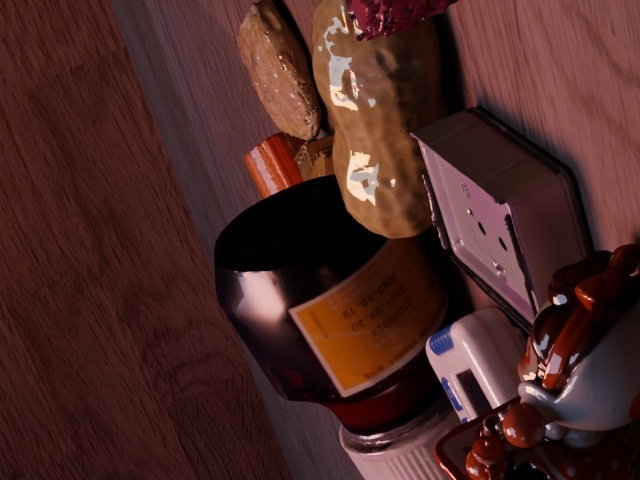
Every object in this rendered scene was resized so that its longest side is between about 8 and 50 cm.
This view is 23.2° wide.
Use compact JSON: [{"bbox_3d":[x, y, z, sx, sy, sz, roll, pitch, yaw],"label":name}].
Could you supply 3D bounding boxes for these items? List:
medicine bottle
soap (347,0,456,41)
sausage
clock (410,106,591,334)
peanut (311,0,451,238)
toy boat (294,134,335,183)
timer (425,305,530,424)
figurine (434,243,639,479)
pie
[{"bbox_3d":[0.050,0.131,1.822,0.395,0.242,0.242,63,171,-27],"label":"medicine bottle"},{"bbox_3d":[0.041,-0.281,1.275,0.162,0.099,0.250,53,164,47],"label":"soap"},{"bbox_3d":[0.000,0.000,2.159,0.312,0.093,0.093,63,170,7],"label":"sausage"},{"bbox_3d":[0.160,-0.021,1.366,0.192,0.071,0.147,47,160,60],"label":"clock"},{"bbox_3d":[0.063,-0.130,1.472,0.130,0.130,0.290,53,162,47],"label":"peanut"},{"bbox_3d":[0.005,-0.095,2.013,0.200,0.057,0.077,140,111,-79],"label":"toy boat"},{"bbox_3d":[0.208,0.191,1.618,0.253,0.078,0.178,63,167,5],"label":"timer"},{"bbox_3d":[0.207,0.102,1.213,0.160,0.183,0.226,45,147,37],"label":"figurine"},{"bbox_3d":[-0.052,-0.214,2.023,0.185,0.052,0.218,66,168,3],"label":"pie"}]
